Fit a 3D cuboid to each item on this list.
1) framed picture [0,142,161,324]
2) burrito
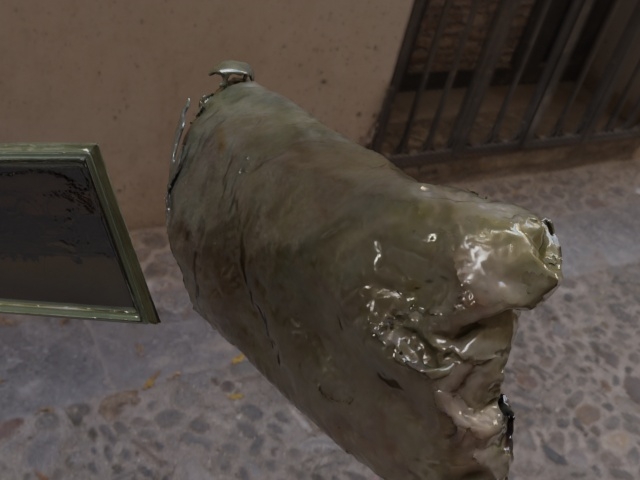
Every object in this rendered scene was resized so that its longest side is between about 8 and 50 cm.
[{"bbox_3d":[-0.285,-0.001,0.660,0.252,0.197,0.014,2,37,15],"label":"framed picture"},{"bbox_3d":[-0.006,0.011,0.444,0.107,0.175,0.347,16,15,-41],"label":"burrito"}]
